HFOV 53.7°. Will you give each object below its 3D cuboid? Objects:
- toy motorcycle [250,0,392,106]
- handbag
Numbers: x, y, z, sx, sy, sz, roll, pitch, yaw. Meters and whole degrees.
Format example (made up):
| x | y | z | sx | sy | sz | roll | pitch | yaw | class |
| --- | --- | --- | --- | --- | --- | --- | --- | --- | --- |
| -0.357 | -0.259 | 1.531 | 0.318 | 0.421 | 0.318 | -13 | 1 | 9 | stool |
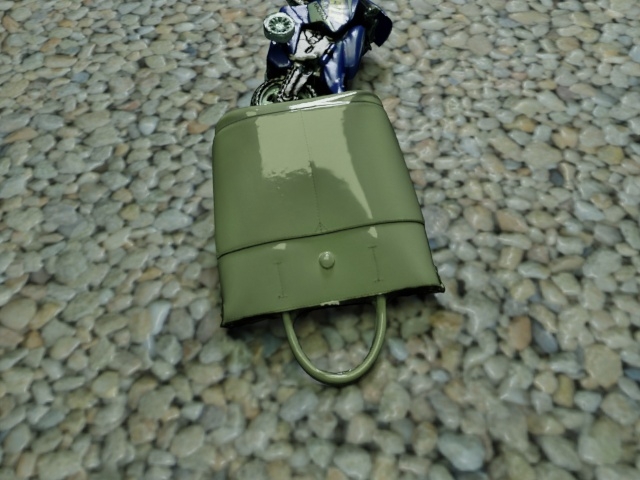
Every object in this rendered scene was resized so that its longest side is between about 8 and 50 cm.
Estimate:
| x | y | z | sx | sy | sz | roll | pitch | yaw | class |
| --- | --- | --- | --- | --- | --- | --- | --- | --- | --- |
| 0.007 | -0.254 | 0.864 | 0.169 | 0.113 | 0.315 | 11 | 64 | 0 | toy motorcycle |
| 0.000 | 0.000 | 0.695 | 0.241 | 0.109 | 0.315 | -10 | 77 | -3 | handbag |
